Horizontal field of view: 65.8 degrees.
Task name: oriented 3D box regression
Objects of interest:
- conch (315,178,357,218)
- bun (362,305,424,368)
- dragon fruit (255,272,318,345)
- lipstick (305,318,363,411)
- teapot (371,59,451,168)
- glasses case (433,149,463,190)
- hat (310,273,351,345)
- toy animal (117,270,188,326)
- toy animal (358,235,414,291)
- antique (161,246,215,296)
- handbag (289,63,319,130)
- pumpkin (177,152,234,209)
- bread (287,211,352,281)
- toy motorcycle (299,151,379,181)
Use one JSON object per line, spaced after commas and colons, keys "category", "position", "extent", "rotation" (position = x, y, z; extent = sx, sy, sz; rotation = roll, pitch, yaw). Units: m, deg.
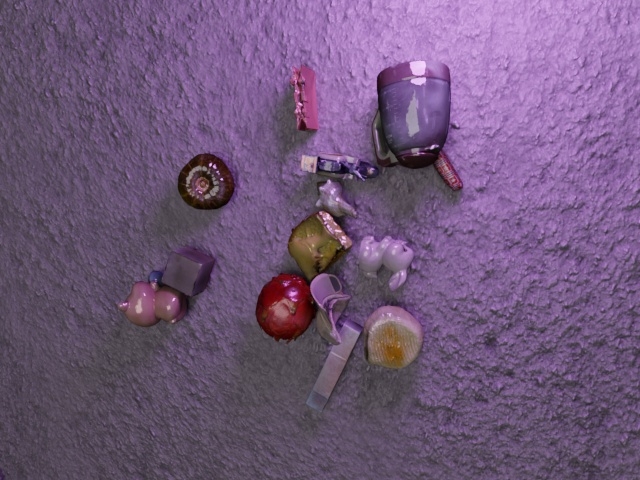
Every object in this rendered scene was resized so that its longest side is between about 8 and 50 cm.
{"category": "conch", "position": [0.047, -0.135, 1.787], "extent": [0.114, 0.137, 0.234], "rotation": [-32, 70, 7]}
{"category": "bun", "position": [0.250, 0.342, 1.800], "extent": [0.243, 0.153, 0.244], "rotation": [-1, 109, -2]}
{"category": "dragon fruit", "position": [-0.129, 0.247, 1.852], "extent": [0.241, 0.241, 0.252], "rotation": [39, 89, 7]}
{"category": "lipstick", "position": [0.054, 0.484, 1.914], "extent": [0.076, 0.080, 0.371], "rotation": [27, 105, 11]}
{"category": "teapot", "position": [0.280, -0.386, 1.627], "extent": [0.315, 0.233, 0.312], "rotation": [-5, 87, 56]}
{"category": "glasses case", "position": [0.419, -0.252, 1.691], "extent": [0.049, 0.073, 0.194], "rotation": [-32, 89, 27]}
{"category": "hat", "position": [0.012, 0.251, 1.798], "extent": [0.226, 0.219, 0.164], "rotation": [41, 128, -19]}
{"category": "toy animal", "position": [-0.663, 0.263, 2.020], "extent": [0.221, 0.210, 0.229], "rotation": [31, 69, 14]}
{"category": "toy animal", "position": [0.229, 0.072, 1.771], "extent": [0.193, 0.127, 0.179], "rotation": [17, 105, 11]}
{"category": "antique", "position": [-0.523, 0.122, 1.979], "extent": [0.146, 0.148, 0.152], "rotation": [24, 104, 10]}
{"category": "handbag", "position": [-0.056, -0.496, 1.739], "extent": [0.059, 0.157, 0.213], "rotation": [-2, 99, 16]}
{"category": "pumpkin", "position": [-0.440, -0.218, 1.904], "extent": [0.219, 0.162, 0.219], "rotation": [-3, 108, -9]}
{"category": "bread", "position": [0.000, 0.000, 1.810], "extent": [0.204, 0.162, 0.262], "rotation": [49, 131, 2]}
{"category": "toy motorcycle", "position": [0.075, -0.256, 1.745], "extent": [0.263, 0.157, 0.091], "rotation": [11, 104, 15]}
